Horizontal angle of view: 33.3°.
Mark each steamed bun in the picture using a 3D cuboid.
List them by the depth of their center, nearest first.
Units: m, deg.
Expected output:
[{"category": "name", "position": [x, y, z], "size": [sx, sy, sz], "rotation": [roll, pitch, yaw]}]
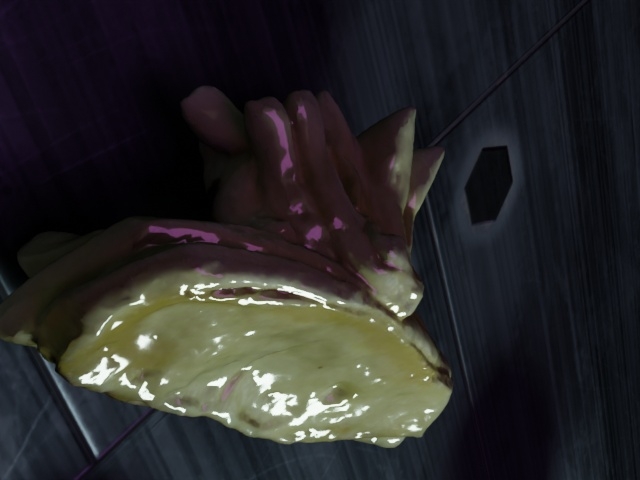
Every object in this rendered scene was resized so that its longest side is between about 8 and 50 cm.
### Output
[{"category": "steamed bun", "position": [-0.019, 0.016, 0.817], "size": [0.428, 0.247, 0.189], "rotation": [21, 44, -46]}]
